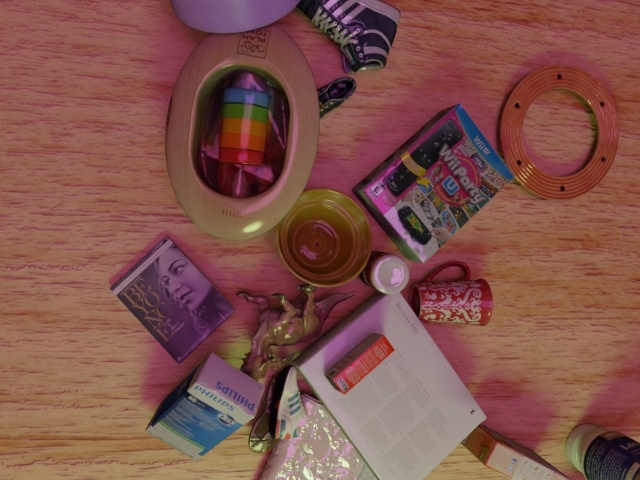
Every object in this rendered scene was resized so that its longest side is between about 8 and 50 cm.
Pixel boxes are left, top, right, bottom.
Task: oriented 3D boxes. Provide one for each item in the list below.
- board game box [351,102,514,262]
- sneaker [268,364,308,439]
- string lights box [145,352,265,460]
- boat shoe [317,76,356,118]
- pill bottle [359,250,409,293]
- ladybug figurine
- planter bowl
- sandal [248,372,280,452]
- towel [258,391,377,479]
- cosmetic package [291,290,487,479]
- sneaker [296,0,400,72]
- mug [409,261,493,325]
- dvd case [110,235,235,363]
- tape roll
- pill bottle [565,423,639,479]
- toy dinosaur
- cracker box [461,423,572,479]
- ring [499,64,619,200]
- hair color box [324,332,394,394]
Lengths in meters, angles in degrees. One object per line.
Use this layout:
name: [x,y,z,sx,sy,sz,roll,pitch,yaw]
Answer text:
board game box: [0.262,-0.132,1.200,0.303,0.097,0.224,-42,100,-8]
sneaker: [-0.064,0.361,1.145,0.075,0.057,0.162,15,78,-23]
string lights box: [-0.239,0.346,1.050,0.133,0.077,0.259,37,127,-12]
boat shoe: [-0.006,-0.306,1.140,0.183,0.083,0.065,-35,99,-8]
pill bottle: [0.134,0.068,1.153,0.085,0.152,0.086,-1,93,-12]
ladybug figurine: [-0.153,-0.224,1.062,0.304,0.162,0.450,10,92,-1]
planter bowl: [0.000,0.000,1.144,0.216,0.090,0.218,3,78,-14]
sandal: [-0.113,0.392,1.175,0.072,0.049,0.180,22,74,-18]
towel: [0.022,0.563,1.206,0.316,0.053,0.332,26,86,-12]
cosmetic package: [0.159,0.339,1.171,0.284,0.097,0.377,-36,94,-14]
sneaker: [0.035,-0.469,1.133,0.281,0.099,0.153,12,88,-15]
mug: [0.302,0.135,1.232,0.169,0.150,0.113,0,129,-8]
dvd case: [-0.316,0.126,1.103,0.164,0.018,0.221,-43,85,-6]
tape roll: [-0.170,-0.529,1.014,0.274,0.090,0.275,-2,57,4]
pill bottle: [0.736,0.556,1.247,0.153,0.264,0.153,-1,93,-13]
toy dinosaur: [-0.064,0.194,1.139,0.295,0.127,0.201,-16,102,-21]
cracker box: [0.460,0.526,1.242,0.232,0.155,0.067,29,87,-11]
ring: [0.599,-0.269,1.297,0.336,0.032,0.337,-1,93,-13]
hair color box: [0.080,0.254,1.073,0.141,0.072,0.043,-37,93,-15]
